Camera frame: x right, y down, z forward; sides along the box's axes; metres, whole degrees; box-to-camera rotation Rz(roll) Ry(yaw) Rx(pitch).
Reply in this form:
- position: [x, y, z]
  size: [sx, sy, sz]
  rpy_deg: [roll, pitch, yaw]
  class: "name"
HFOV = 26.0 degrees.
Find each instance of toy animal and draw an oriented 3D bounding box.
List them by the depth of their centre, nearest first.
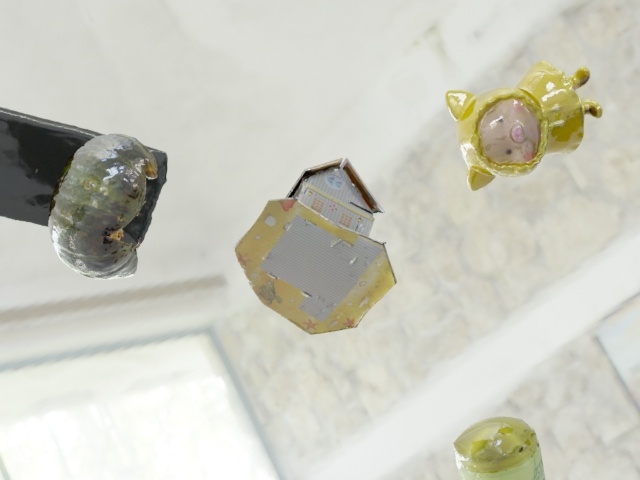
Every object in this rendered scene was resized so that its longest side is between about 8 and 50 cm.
- position: [0.295, -0.174, 1.981]
  size: [0.230, 0.156, 0.156]
  rpy_deg: [-21, -19, -19]
  class: "toy animal"

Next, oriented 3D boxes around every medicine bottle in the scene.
- position: [0.258, 0.357, 1.912]
  size: [0.124, 0.239, 0.124]
  rpy_deg: [-11, 20, 4]
  class: "medicine bottle"

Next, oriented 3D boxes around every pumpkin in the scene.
- position: [-0.271, -0.033, 1.668]
  size: [0.108, 0.119, 0.183]
  rpy_deg: [-20, -56, -56]
  class: "pumpkin"

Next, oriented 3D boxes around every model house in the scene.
- position: [0.000, 0.000, 1.883]
  size: [0.219, 0.207, 0.136]
  rpy_deg: [-56, 11, 45]
  class: "model house"

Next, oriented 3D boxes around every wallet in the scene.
- position: [-0.341, -0.082, 1.788]
  size: [0.285, 0.030, 0.146]
  rpy_deg: [14, -74, -28]
  class: "wallet"
